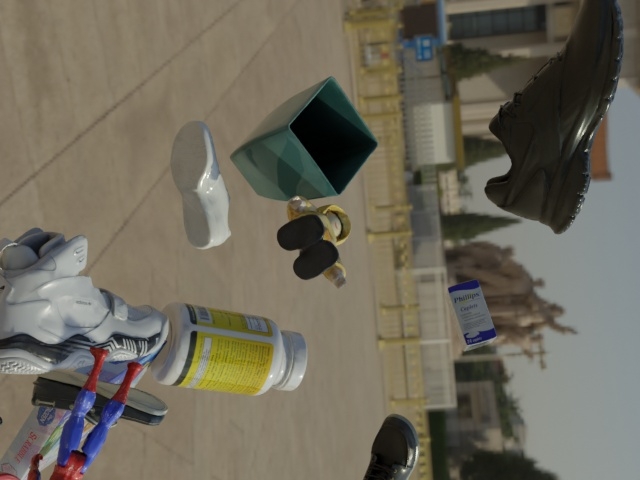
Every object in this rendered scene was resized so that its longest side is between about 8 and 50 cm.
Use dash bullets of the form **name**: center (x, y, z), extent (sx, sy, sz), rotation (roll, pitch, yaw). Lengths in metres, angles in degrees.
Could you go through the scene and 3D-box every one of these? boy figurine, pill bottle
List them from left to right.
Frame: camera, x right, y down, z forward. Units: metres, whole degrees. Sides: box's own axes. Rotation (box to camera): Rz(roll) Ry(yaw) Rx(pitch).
- **pill bottle**: center (-0.208, 0.257, 2.147), extent (0.188, 0.334, 0.188), rotation (-35, -131, 53)
- **boy figurine**: center (0.000, 0.000, 1.630), extent (0.177, 0.092, 0.285), rotation (62, 12, -1)

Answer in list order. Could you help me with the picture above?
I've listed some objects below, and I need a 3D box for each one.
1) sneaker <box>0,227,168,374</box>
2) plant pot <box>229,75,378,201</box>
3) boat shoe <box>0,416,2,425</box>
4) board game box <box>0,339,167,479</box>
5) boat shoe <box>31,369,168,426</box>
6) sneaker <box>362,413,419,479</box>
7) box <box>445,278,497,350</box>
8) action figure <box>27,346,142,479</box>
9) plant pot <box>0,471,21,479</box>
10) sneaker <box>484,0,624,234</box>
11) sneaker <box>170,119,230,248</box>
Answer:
- **sneaker**: center (-0.381, 0.088, 1.505), extent (0.366, 0.137, 0.210), rotation (-4, 100, -54)
- **plant pot**: center (-0.050, -0.177, 1.796), extent (0.165, 0.234, 0.165), rotation (53, 52, -22)
- **boat shoe**: center (-0.921, 0.493, 2.427), extent (0.065, 0.083, 0.183), rotation (51, 23, 23)
- **board game box**: center (-0.507, 0.351, 1.982), extent (0.318, 0.066, 0.319), rotation (-51, 170, 35)
- **boat shoe**: center (-0.380, 0.280, 1.585), extent (0.095, 0.254, 0.079), rotation (24, 79, -76)
- **sneaker**: center (0.117, 0.434, 1.716), extent (0.118, 0.083, 0.222), rotation (-34, 137, -54)
- **box**: center (0.334, 0.168, 2.079), extent (0.126, 0.072, 0.137), rotation (69, 3, -77)
- **action figure**: center (-0.347, 0.296, 1.305), extent (0.139, 0.091, 0.280), rotation (-22, -135, 62)
- **plant pot**: center (-0.573, 0.444, 1.440), extent (0.191, 0.174, 0.191), rotation (3, 90, -71)
- **sneaker**: center (0.267, -0.153, 1.075), extent (0.109, 0.130, 0.286), rotation (-36, 141, -69)
- **sneaker**: center (-0.190, -0.096, 1.563), extent (0.094, 0.080, 0.212), rotation (-18, 107, -56)
